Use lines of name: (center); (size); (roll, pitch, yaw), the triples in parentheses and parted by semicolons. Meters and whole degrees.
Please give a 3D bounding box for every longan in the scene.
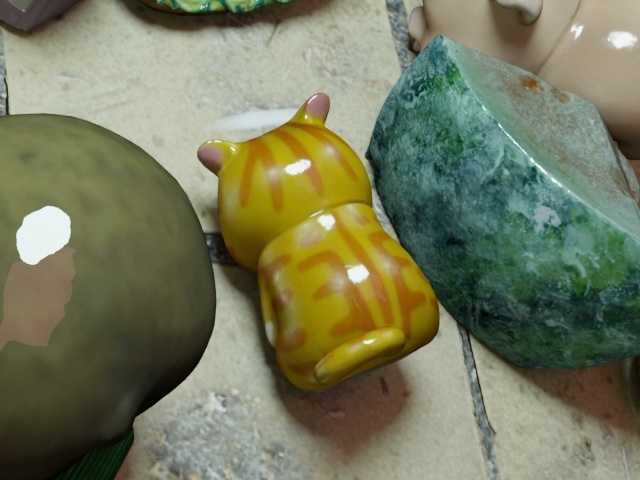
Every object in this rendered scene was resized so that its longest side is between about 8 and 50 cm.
longan: (-0.237, 0.052, 1.187); (0.288, 0.288, 0.350); (43, 46, -5)

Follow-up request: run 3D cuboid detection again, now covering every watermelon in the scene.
watermelon: (0.237, -0.039, 1.610); (0.387, 0.228, 0.258); (48, 45, 10)

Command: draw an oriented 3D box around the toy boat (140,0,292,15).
toy boat: (-0.079, -0.288, 1.618); (0.293, 0.099, 0.108); (-9, 71, -29)

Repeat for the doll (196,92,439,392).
doll: (0.001, 0.017, 1.453); (0.166, 0.162, 0.269); (-21, 66, -25)

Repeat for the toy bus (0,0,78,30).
toy bus: (-0.248, -0.309, 1.444); (0.142, 0.202, 0.142); (50, 48, -2)

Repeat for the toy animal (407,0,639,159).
toy animal: (0.257, -0.219, 1.705); (0.326, 0.269, 0.237); (5, 43, 16)

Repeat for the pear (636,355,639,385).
pear: (0.435, 0.111, 1.665); (0.200, 0.200, 0.200); (16, 56, -25)

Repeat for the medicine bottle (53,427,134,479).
medicine bottle: (-0.234, 0.254, 1.208); (0.111, 0.076, 0.309); (36, 48, -9)
